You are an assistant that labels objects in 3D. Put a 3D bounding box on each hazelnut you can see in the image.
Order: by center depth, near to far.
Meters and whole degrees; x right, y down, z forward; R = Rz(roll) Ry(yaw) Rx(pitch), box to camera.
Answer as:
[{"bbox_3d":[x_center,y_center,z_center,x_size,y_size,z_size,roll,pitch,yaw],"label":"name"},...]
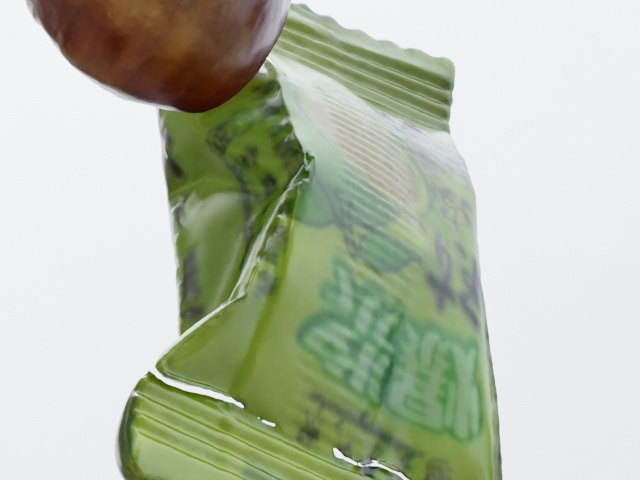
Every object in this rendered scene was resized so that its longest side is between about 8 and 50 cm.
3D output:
[{"bbox_3d":[-0.043,-0.078,0.578,0.086,0.086,0.086,11,-70,32],"label":"hazelnut"}]

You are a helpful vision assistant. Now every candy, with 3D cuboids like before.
[{"bbox_3d":[0.000,0.000,0.644,0.069,0.149,0.246,-43,-143,31],"label":"candy"}]
